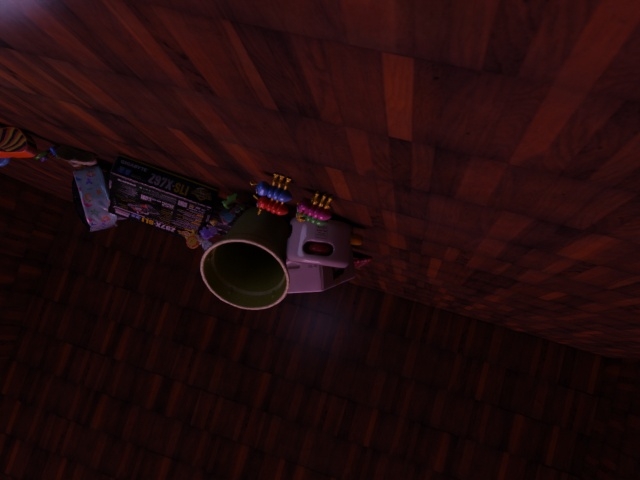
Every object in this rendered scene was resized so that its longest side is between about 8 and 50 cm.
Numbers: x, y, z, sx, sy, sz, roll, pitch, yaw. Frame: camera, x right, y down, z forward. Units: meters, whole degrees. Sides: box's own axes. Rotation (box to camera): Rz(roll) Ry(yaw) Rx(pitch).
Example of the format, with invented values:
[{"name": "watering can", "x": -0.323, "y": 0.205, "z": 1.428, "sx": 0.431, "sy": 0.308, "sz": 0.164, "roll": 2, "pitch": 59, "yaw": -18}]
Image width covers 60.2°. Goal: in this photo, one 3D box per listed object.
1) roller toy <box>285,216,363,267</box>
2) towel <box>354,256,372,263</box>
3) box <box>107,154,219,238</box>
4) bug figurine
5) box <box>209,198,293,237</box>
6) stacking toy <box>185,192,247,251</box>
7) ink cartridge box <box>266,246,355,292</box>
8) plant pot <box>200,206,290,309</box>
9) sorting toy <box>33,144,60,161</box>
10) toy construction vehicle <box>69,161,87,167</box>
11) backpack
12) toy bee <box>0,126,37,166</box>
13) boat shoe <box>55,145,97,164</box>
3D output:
[{"name": "roller toy", "x": 0.000, "y": 0.000, "z": 1.634, "sx": 0.209, "sy": 0.147, "sz": 0.191, "roll": 5, "pitch": 176, "yaw": 44}, {"name": "towel", "x": 0.064, "y": 0.100, "z": 2.279, "sx": 0.274, "sy": 0.031, "sz": 0.199, "roll": -8, "pitch": 172, "yaw": -4}, {"name": "box", "x": -0.509, "y": -0.124, "z": 1.768, "sx": 0.321, "sy": 0.080, "sz": 0.257, "roll": 19, "pitch": 150, "yaw": -12}, {"name": "bug figurine", "x": -0.075, "y": -0.093, "z": 1.416, "sx": 0.216, "sy": 0.072, "sz": 0.279, "roll": 17, "pitch": 172, "yaw": -3}, {"name": "box", "x": -0.279, "y": -0.054, "z": 2.048, "sx": 0.394, "sy": 0.097, "sz": 0.318, "roll": 18, "pitch": 169, "yaw": -3}, {"name": "stacking toy", "x": -0.325, "y": -0.053, "z": 1.768, "sx": 0.052, "sy": 0.221, "sz": 0.167, "roll": 46, "pitch": 177, "yaw": 5}, {"name": "ink cartridge box", "x": -0.033, "y": 0.102, "z": 1.979, "sx": 0.225, "sy": 0.131, "sz": 0.306, "roll": -6, "pitch": -176, "yaw": 25}, {"name": "plant pot", "x": -0.207, "y": 0.033, "z": 1.748, "sx": 0.275, "sy": 0.254, "sz": 0.276, "roll": 5, "pitch": 127, "yaw": 7}, {"name": "sorting toy", "x": -0.883, "y": -0.278, "z": 1.808, "sx": 0.061, "sy": 0.102, "sz": 0.042, "roll": -20, "pitch": 111, "yaw": 28}, {"name": "toy construction vehicle", "x": -0.854, "y": -0.280, "z": 1.916, "sx": 0.098, "sy": 0.035, "sz": 0.086, "roll": 15, "pitch": 172, "yaw": 17}, {"name": "backpack", "x": -0.778, "y": -0.152, "z": 1.940, "sx": 0.190, "sy": 0.225, "sz": 0.253, "roll": -16, "pitch": 180, "yaw": -16}, {"name": "toy bee", "x": -1.063, "y": -0.324, "z": 1.755, "sx": 0.298, "sy": 0.162, "sz": 0.195, "roll": -7, "pitch": 170, "yaw": -15}, {"name": "boat shoe", "x": -0.791, "y": -0.270, "z": 1.793, "sx": 0.135, "sy": 0.050, "sz": 0.045, "roll": 16, "pitch": 167, "yaw": 7}]
